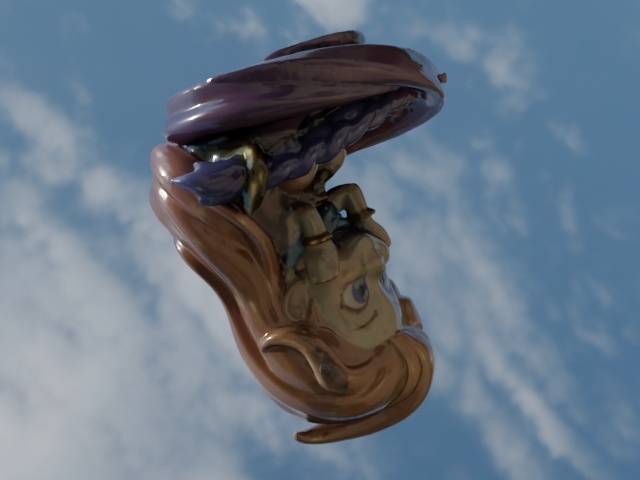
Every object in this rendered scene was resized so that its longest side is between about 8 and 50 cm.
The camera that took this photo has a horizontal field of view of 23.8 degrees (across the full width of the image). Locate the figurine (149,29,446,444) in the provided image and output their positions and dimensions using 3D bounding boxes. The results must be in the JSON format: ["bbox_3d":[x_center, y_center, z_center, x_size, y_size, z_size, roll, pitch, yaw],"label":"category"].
[{"bbox_3d":[-0.009,-0.004,0.577,0.126,0.114,0.157,-38,-50,-63],"label":"figurine"}]
